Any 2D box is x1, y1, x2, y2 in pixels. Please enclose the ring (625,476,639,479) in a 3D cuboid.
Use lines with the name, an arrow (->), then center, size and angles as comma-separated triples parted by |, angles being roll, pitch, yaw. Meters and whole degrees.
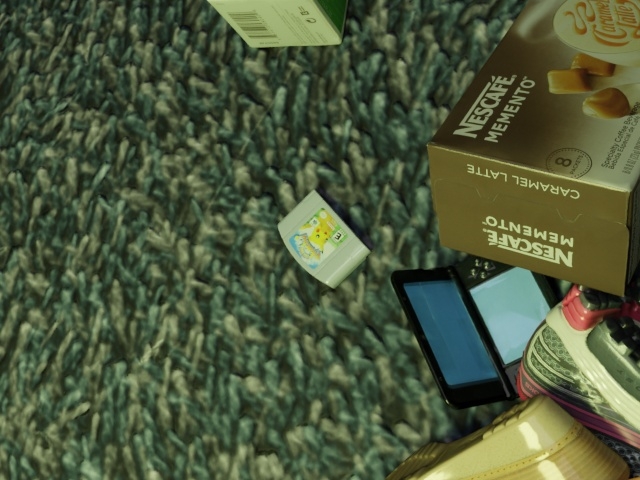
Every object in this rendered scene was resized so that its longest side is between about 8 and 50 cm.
ring -> 0.256, 0.295, 0.592 | 0.336, 0.032, 0.337 | 8, 108, 27

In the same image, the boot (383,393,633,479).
boot -> 0.141, 0.236, 0.712 | 0.207, 0.090, 0.248 | 53, 134, 3

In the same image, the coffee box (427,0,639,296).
coffee box -> 0.194, -0.092, 0.729 | 0.141, 0.098, 0.246 | 16, 50, 27

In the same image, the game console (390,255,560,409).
game console -> 0.132, 0.060, 0.785 | 0.107, 0.071, 0.122 | -29, 66, 13

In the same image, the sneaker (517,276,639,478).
sneaker -> 0.269, 0.155, 0.688 | 0.299, 0.121, 0.112 | 47, 130, 19

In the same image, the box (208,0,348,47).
box -> -0.035, -0.240, 0.930 | 0.102, 0.101, 0.087 | 2, 75, 22

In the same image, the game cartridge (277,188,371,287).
game cartridge -> 0.000, 0.000, 0.892 | 0.056, 0.017, 0.083 | -46, 63, 9
